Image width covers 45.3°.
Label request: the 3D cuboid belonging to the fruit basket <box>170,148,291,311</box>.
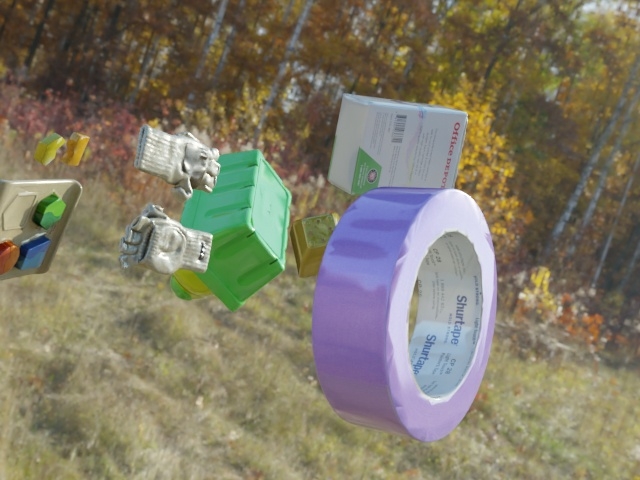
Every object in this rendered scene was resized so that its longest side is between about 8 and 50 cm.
[{"bbox_3d":[-0.261,-0.002,1.871,0.392,0.392,0.283,22,-25,51],"label":"fruit basket"}]

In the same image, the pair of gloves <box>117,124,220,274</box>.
[{"bbox_3d":[-0.248,-0.064,1.276,0.042,0.240,0.204,9,3,30],"label":"pair of gloves"}]

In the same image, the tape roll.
[{"bbox_3d":[0.104,0.078,0.857,0.090,0.275,0.274,5,-6,34],"label":"tape roll"}]

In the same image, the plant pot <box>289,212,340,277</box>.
[{"bbox_3d":[0.000,0.000,1.161,0.081,0.081,0.083,-11,-20,-6],"label":"plant pot"}]

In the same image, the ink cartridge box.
[{"bbox_3d":[0.133,-0.158,1.304,0.212,0.154,0.093,0,19,-30],"label":"ink cartridge box"}]

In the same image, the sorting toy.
[{"bbox_3d":[-0.528,-0.056,1.410,0.041,0.307,0.229,30,13,16],"label":"sorting toy"}]
